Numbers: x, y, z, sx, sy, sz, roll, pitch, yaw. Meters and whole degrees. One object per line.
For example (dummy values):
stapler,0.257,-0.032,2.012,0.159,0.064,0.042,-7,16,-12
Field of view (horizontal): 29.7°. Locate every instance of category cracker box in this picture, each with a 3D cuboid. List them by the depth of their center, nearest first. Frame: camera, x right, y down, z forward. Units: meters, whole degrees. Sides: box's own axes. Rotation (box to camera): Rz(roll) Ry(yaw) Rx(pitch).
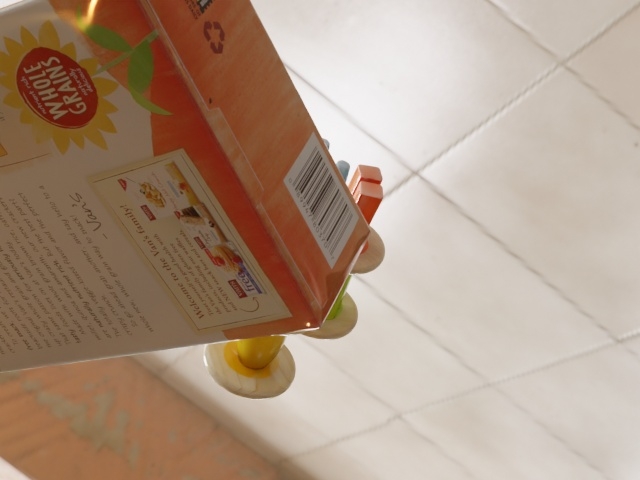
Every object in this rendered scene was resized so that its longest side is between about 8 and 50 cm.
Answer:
cracker box,-0.117,-0.028,0.500,0.232,0.067,0.155,-10,122,31

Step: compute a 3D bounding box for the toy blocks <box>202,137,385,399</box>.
toy blocks,0.000,0.000,0.642,0.054,0.123,0.148,34,129,15
